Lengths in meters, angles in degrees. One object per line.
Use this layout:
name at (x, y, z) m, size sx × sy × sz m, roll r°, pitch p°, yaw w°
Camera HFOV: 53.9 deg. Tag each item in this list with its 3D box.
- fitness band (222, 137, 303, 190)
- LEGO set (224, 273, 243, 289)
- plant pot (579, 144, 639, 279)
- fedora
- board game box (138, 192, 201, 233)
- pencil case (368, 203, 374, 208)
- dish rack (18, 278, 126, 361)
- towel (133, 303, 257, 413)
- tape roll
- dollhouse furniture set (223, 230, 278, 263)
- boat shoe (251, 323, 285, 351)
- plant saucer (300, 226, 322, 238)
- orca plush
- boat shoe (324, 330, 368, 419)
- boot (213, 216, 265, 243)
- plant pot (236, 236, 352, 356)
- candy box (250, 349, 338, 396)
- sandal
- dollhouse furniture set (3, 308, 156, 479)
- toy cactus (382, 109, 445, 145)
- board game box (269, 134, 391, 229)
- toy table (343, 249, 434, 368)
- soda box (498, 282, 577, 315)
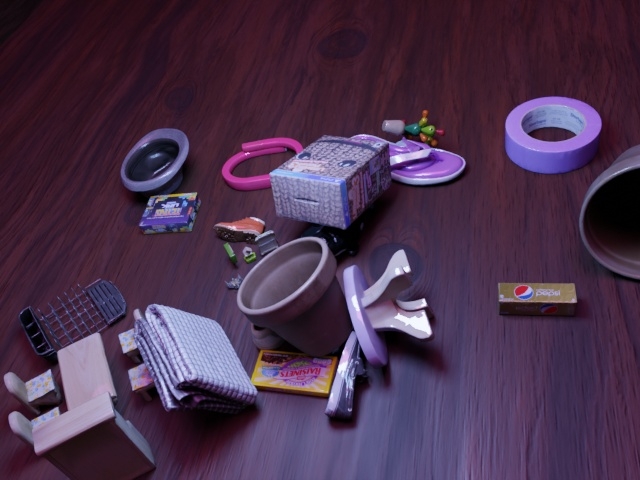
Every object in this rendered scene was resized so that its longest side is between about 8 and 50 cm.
fitness band at (-0.194, -0.259, 2.150) m, size 0.291 × 0.054 × 0.209 m, roll -9°, pitch 48°, yaw 8°
LEGO set at (-0.235, 0.127, 1.815) m, size 0.083 × 0.023 × 0.054 m, roll 21°, pitch 57°, yaw 15°
plant pot at (0.828, -0.105, 1.579) m, size 0.323 × 0.323 × 0.280 m, roll 6°, pitch 33°, yaw 21°
fedora at (-0.556, -0.248, 2.182) m, size 0.244 × 0.124 × 0.275 m, roll 3°, pitch 54°, yaw 20°
board game box at (-0.493, -0.090, 2.068) m, size 0.171 × 0.048 × 0.141 m, roll -4°, pitch 45°, yaw 12°
pencil case at (0.090, -0.129, 1.933) m, size 0.152 × 0.070 × 0.064 m, roll -1°, pitch 47°, yaw 16°
dish rack at (-0.708, 0.214, 1.819) m, size 0.272 × 0.074 × 0.208 m, roll -35°, pitch 49°, yaw -18°
towel at (-0.304, 0.295, 1.518) m, size 0.121 × 0.235 × 0.283 m, roll -49°, pitch 49°, yaw 10°
tape roll at (0.713, -0.327, 1.940) m, size 0.275 × 0.090 × 0.274 m, roll -8°, pitch 47°, yaw 8°
dollhouse furniture set at (-0.204, 0.013, 1.872) m, size 0.152 × 0.076 × 0.058 m, roll -26°, pitch 47°, yaw -9°
boat shoe at (-0.100, 0.152, 1.695) m, size 0.109 × 0.098 × 0.302 m, roll 10°, pitch 51°, yaw 24°
plant saucer at (0.000, 0.000, 1.867) m, size 0.120 × 0.021 × 0.119 m, roll -8°, pitch 45°, yaw 8°
orca plush at (0.026, -0.028, 1.780) m, size 0.287 × 0.102 × 0.151 m, roll -18°, pitch 57°, yaw -31°
boat shoe at (0.075, 0.324, 1.506) m, size 0.076 × 0.080 × 0.228 m, roll 18°, pitch 47°, yaw 4°
boot at (-0.250, -0.039, 1.952) m, size 0.158 × 0.059 × 0.084 m, roll 9°, pitch 47°, yaw 12°
plant pot at (-0.036, 0.157, 1.544) m, size 0.263 × 0.229 × 0.263 m, roll -29°, pitch 26°, yaw 16°
candy box at (-0.065, 0.329, 1.568) m, size 0.206 × 0.027 × 0.105 m, roll 2°, pitch 50°, yaw 17°
sandal at (0.251, -0.274, 2.003) m, size 0.417 × 0.102 × 0.169 m, roll 14°, pitch 53°, yaw 26°
dollhouse furniture set at (-0.562, 0.366, 1.507) m, size 0.362 × 0.256 × 0.394 m, roll -26°, pitch 46°, yaw -10°
toy cactus at (0.292, -0.367, 2.032) m, size 0.181 × 0.112 × 0.219 m, roll 5°, pitch 18°, yaw -17°
board game box at (0.037, -0.177, 1.816) m, size 0.232 × 0.141 × 0.291 m, roll 12°, pitch 36°, yaw 30°
toy table at (0.170, 0.159, 1.539) m, size 0.161 × 0.252 × 0.274 m, roll -24°, pitch 63°, yaw 14°
soda box at (0.535, 0.145, 1.558) m, size 0.182 × 0.058 × 0.061 m, roll 0°, pitch 47°, yaw 14°
